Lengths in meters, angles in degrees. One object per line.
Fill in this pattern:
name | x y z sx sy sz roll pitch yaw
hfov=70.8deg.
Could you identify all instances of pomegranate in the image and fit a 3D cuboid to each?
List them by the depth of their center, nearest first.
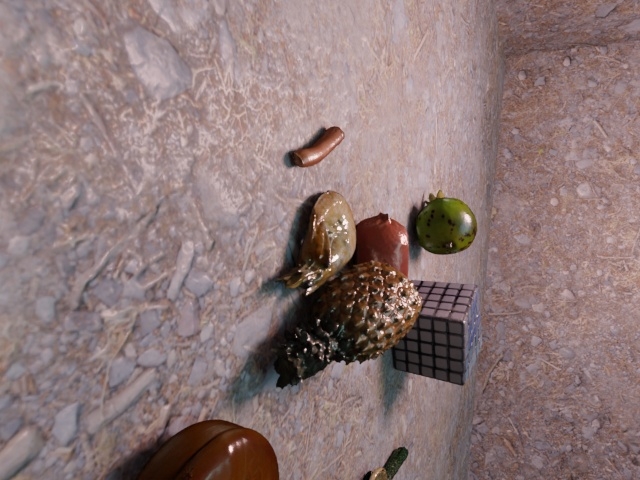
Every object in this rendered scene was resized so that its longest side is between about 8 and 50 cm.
pomegranate | 0.426 -0.066 1.549 0.211 0.211 0.263 63 22 -43

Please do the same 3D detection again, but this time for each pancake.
pancake | 0.153 0.717 1.263 0.152 0.025 0.151 -16 108 -60

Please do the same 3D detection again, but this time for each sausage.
sausage | -0.001 -0.190 0.915 0.177 0.040 0.047 -48 135 -46
sausage | 0.148 0.053 1.118 0.148 0.148 0.254 -33 124 -55

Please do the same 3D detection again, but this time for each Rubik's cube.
Rubik's cube | 0.374 0.282 1.451 0.237 0.238 0.236 -40 126 -51

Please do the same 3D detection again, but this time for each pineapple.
pineapple | 0.048 0.181 0.909 0.362 0.202 0.201 -30 120 -48

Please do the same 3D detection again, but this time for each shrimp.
shrimp | 0.000 0.000 0.921 0.317 0.077 0.168 -43 120 -56

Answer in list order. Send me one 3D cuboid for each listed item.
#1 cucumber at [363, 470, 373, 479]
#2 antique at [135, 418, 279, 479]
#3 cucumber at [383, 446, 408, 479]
cucumber | 0.126 0.721 1.274 0.032 0.032 0.133 61 42 -45
antique | -0.153 0.373 0.625 0.223 0.129 0.278 -65 145 -33
cucumber | 0.221 0.730 1.434 0.257 0.043 0.044 -12 99 -59
